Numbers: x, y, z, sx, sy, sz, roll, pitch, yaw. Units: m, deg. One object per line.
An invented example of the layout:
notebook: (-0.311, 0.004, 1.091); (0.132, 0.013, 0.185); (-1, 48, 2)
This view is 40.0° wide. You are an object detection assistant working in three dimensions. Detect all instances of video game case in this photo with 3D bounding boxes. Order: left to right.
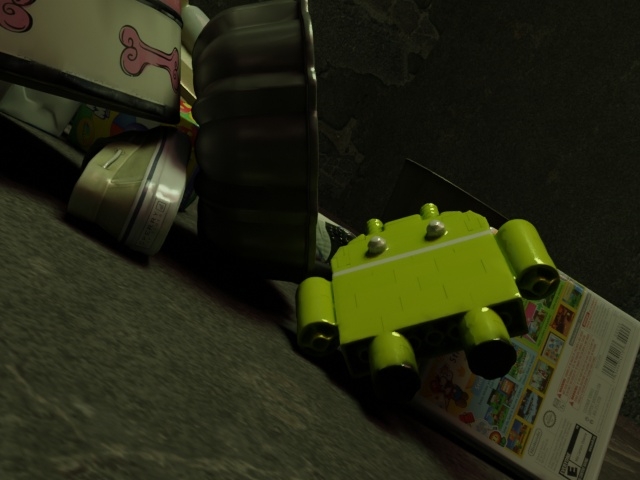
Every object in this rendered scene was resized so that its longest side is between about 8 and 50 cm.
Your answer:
video game case: (0.216, 0.125, 0.903); (0.206, 0.227, 0.026); (33, -30, -3)

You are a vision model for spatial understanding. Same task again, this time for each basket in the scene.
basket: (0.140, 0.035, 1.205); (0.204, 0.226, 0.154); (31, 4, -19)

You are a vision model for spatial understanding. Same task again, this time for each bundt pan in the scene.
bundt pan: (-0.077, -0.107, 0.978); (0.124, 0.330, 0.331); (-2, 8, -5)

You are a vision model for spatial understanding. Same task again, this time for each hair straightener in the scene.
hair straightener: (0.021, 0.068, 1.290); (0.089, 0.047, 0.230); (36, 1, 39)

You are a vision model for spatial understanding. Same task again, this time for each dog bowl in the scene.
dog bowl: (-0.325, -0.243, 0.900); (0.408, 0.150, 0.408); (16, 4, -1)

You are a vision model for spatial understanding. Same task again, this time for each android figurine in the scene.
android figurine: (0.097, 0.044, 0.850); (0.272, 0.248, 0.056); (-93, 166, -59)

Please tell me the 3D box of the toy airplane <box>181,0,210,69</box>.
toy airplane: (-0.329, -0.310, 1.453); (0.385, 0.272, 0.386); (15, 29, -7)

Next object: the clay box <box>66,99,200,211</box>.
clay box: (-0.250, -0.152, 1.210); (0.222, 0.127, 0.053); (31, 26, 0)

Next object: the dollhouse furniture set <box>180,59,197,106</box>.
dollhouse furniture set: (-0.278, -0.212, 1.314); (0.144, 0.123, 0.151); (45, 34, -5)

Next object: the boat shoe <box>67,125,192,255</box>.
boat shoe: (-0.192, -0.071, 0.894); (0.094, 0.109, 0.302); (27, 8, -16)

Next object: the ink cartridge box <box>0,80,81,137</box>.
ink cartridge box: (-0.419, -0.219, 1.204); (0.180, 0.060, 0.104); (39, 8, 39)

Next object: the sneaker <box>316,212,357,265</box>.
sneaker: (0.000, 0.000, 1.614); (0.237, 0.085, 0.086); (36, -3, 9)
